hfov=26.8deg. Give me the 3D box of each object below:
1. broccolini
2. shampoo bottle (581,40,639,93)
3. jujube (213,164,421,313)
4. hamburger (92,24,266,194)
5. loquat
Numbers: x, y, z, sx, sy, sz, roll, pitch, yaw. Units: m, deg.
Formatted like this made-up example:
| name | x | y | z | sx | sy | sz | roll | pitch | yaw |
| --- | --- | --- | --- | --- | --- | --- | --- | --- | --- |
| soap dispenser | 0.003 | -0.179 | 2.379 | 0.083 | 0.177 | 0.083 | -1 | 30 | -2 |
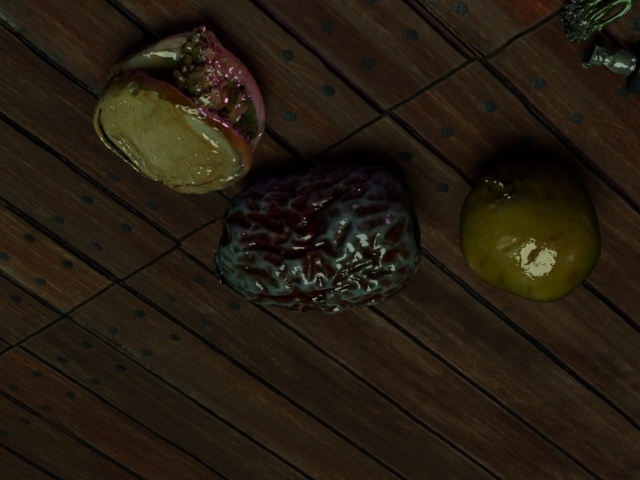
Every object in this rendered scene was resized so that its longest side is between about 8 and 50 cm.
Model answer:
| name | x | y | z | sx | sy | sz | roll | pitch | yaw |
| --- | --- | --- | --- | --- | --- | --- | --- | --- | --- |
| broccolini | 0.398 | -0.330 | 1.713 | 0.216 | 0.058 | 0.067 | -35 | 163 | 32 |
| shampoo bottle | 0.456 | -0.222 | 1.802 | 0.208 | 0.057 | 0.063 | 16 | 142 | -4 |
| jujube | 0.000 | 0.000 | 2.048 | 0.317 | 0.226 | 0.226 | -8 | 135 | 19 |
| hamburger | -0.201 | -0.185 | 1.947 | 0.243 | 0.146 | 0.286 | 16 | 146 | 5 |
| loquat | 0.299 | -0.025 | 1.952 | 0.213 | 0.213 | 0.246 | -12 | 139 | 26 |
